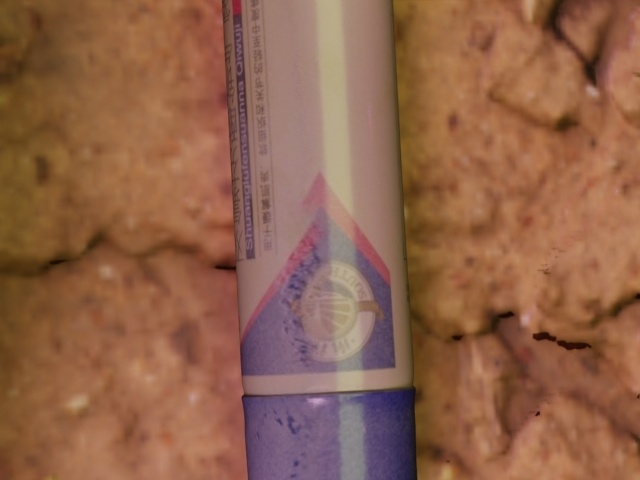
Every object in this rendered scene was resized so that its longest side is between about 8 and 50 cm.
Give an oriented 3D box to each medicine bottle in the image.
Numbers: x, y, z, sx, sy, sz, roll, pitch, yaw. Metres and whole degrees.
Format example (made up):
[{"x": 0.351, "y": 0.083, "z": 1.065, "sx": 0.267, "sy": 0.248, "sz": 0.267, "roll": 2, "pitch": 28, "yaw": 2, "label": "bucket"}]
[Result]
[{"x": 0.000, "y": 0.000, "z": 0.636, "sx": 0.059, "sy": 0.059, "sz": 0.231, "roll": -2, "pitch": 86, "yaw": -31, "label": "medicine bottle"}]
